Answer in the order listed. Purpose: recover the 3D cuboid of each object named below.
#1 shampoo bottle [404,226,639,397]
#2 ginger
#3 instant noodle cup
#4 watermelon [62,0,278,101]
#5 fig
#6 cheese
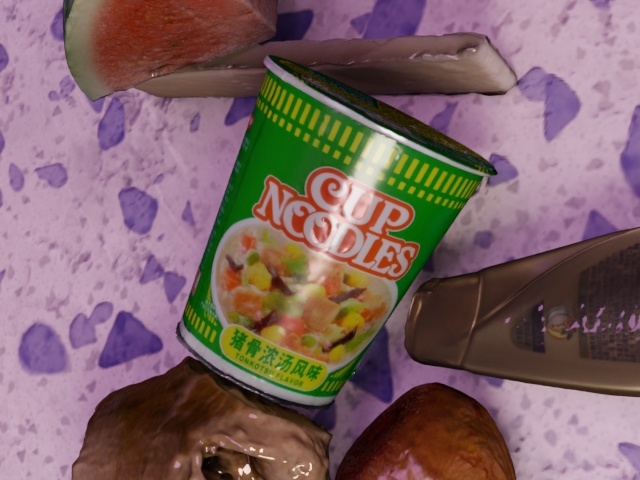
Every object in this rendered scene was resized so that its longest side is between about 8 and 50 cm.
[{"bbox_3d":[0.228,0.050,0.933,0.350,0.084,0.125,-7,71,31],"label":"shampoo bottle"},{"bbox_3d":[-0.108,0.200,1.051,0.221,0.130,0.276,-53,28,0],"label":"ginger"},{"bbox_3d":[0.000,0.000,1.042,0.207,0.207,0.232,33,104,35],"label":"instant noodle cup"},{"bbox_3d":[-0.123,-0.236,1.104,0.176,0.260,0.256,25,77,29],"label":"watermelon"},{"bbox_3d":[0.114,0.198,0.962,0.201,0.146,0.133,34,124,-4],"label":"fig"},{"bbox_3d":[-0.024,-0.151,1.149,0.400,0.085,0.034,2,74,33],"label":"cheese"}]
